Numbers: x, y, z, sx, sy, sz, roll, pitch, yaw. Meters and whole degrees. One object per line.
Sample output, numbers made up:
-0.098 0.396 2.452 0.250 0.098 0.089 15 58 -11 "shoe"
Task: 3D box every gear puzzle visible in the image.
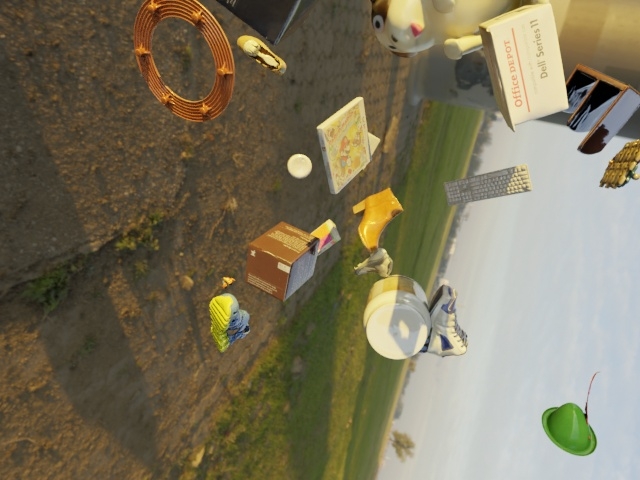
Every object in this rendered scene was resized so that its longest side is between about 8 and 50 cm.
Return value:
0.999 -0.244 1.452 0.175 0.044 0.339 -63 166 17 "gear puzzle"

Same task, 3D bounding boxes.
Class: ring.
-0.379 -0.483 1.194 0.032 0.337 0.336 -50 153 -48 "ring"

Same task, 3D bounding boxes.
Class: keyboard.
0.456 -0.150 1.223 0.014 0.256 0.072 -24 100 -37 "keyboard"

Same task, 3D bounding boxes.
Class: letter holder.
0.833 -0.391 1.361 0.302 0.152 0.214 -11 135 -46 "letter holder"

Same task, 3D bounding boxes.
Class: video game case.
0.078 -0.279 1.291 0.227 0.026 0.206 -46 136 -38 "video game case"

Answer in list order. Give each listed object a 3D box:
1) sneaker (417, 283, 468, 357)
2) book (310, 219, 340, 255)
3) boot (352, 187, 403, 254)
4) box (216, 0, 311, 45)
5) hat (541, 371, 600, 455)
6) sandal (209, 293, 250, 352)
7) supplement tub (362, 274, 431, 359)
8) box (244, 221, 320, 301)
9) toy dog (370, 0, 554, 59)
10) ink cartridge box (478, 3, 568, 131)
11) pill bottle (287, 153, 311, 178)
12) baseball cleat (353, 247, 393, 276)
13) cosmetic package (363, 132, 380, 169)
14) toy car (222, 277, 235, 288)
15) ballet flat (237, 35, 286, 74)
0.484 0.325 1.661 0.127 0.183 0.315 -54 161 -58 "sneaker"
0.000 0.000 1.659 0.035 0.144 0.096 40 20 -44 "book"
0.275 -0.085 1.975 0.104 0.212 0.294 34 36 -57 "boot"
-0.166 -0.764 1.285 0.182 0.294 0.296 -47 -167 38 "box"
0.851 0.569 1.462 0.208 0.173 0.183 -84 178 -55 "hat"
-0.324 0.286 1.612 0.138 0.126 0.317 -20 152 -26 "sandal"
0.269 0.265 1.561 0.316 0.229 0.228 -47 151 -75 "supplement tub"
-0.129 0.067 1.520 0.203 0.169 0.166 -40 149 -51 "box"
0.328 -0.653 1.156 0.284 0.409 0.394 46 28 -51 "toy dog"
0.426 -0.375 0.937 0.207 0.119 0.353 67 24 -20 "ink cartridge box"
-0.108 -0.372 2.203 0.215 0.118 0.117 -111 -146 -78 "pill bottle"
0.203 0.109 1.689 0.072 0.109 0.206 -32 169 -32 "baseball cleat"
0.131 -0.429 1.929 0.151 0.184 0.151 -62 -159 17 "cosmetic package"
-0.393 0.167 1.873 0.060 0.040 0.122 -37 174 -25 "toy car"
-0.239 -0.751 1.766 0.080 0.232 0.073 -58 180 16 "ballet flat"
